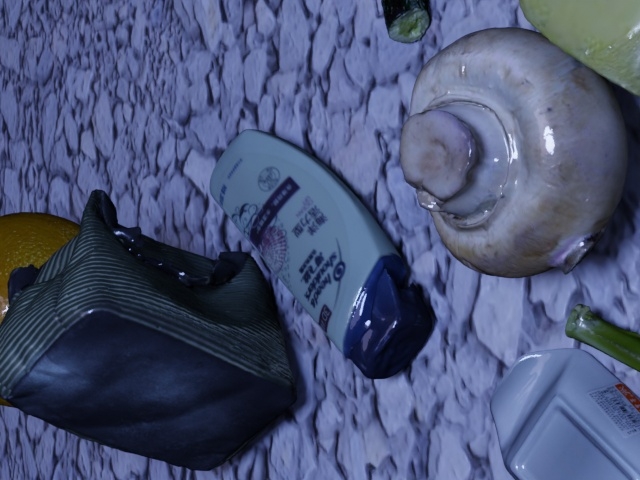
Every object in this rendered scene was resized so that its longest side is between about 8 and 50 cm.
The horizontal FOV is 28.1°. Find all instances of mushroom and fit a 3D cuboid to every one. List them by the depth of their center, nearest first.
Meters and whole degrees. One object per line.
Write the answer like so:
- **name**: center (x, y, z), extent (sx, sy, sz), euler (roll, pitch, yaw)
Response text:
- **mushroom**: center (0.180, -0.078, 1.211), extent (0.255, 0.184, 0.255), euler (-3, 87, 51)

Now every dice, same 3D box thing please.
- **dice**: center (0.293, -0.229, 1.136), extent (0.169, 0.169, 0.166), euler (50, 118, 38)

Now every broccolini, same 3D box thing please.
- **broccolini**: center (0.351, 0.146, 1.079), extent (0.079, 0.074, 0.392), euler (-46, 46, -17)

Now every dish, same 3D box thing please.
- **dish**: center (0.238, 0.203, 1.203), extent (0.234, 0.064, 0.154), euler (47, 117, 41)

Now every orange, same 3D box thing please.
- **orange**: center (-0.391, 0.094, 1.728), extent (0.274, 0.274, 0.274), euler (-9, 78, 45)

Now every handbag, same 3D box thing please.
- **handbag**: center (-0.208, 0.106, 1.511), extent (0.247, 0.340, 0.240), euler (-44, 38, 30)

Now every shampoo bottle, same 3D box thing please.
- **shampoo bottle**: center (0.000, 0.000, 1.470), extent (0.359, 0.078, 0.134), euler (48, 114, 39)

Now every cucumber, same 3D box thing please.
- **cucumber**: center (0.078, -0.329, 1.461), extent (0.058, 0.052, 0.215), euler (118, 143, -60)
